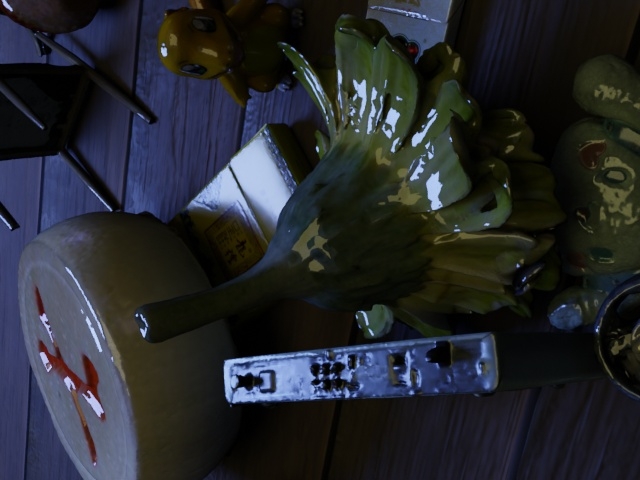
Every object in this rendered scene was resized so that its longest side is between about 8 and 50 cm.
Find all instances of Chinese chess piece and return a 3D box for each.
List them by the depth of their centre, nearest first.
[{"bbox_3d":[-0.225,0.132,0.878,0.338,0.140,0.338,28,126,46],"label":"Chinese chess piece"}]

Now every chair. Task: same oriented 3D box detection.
[{"bbox_3d":[-0.376,-0.163,0.974,0.272,0.188,0.166,44,122,21],"label":"chair"}]

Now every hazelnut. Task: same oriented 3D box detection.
[{"bbox_3d":[-0.331,-0.331,0.944,0.154,0.143,0.143,-49,66,20],"label":"hazelnut"}]

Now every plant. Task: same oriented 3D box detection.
[{"bbox_3d":[0.047,-0.004,0.567,0.261,0.297,0.306,8,124,28],"label":"plant"}]

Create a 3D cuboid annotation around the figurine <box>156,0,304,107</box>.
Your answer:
[{"bbox_3d":[-0.104,-0.195,0.735,0.122,0.176,0.121,23,111,17],"label":"figurine"}]

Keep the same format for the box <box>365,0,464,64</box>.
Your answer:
[{"bbox_3d":[0.075,-0.163,0.692,0.090,0.024,0.167,24,114,35],"label":"box"}]

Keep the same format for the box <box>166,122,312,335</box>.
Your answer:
[{"bbox_3d":[-0.096,0.010,0.860,0.279,0.041,0.153,-38,73,39],"label":"box"}]

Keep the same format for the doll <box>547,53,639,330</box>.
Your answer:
[{"bbox_3d":[0.213,-0.028,0.568,0.103,0.071,0.214,16,114,31],"label":"doll"}]

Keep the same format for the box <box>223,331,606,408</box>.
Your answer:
[{"bbox_3d":[0.072,0.108,0.628,0.270,0.210,0.045,-13,76,40],"label":"box"}]

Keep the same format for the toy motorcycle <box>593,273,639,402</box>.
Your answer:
[{"bbox_3d":[0.343,0.060,0.452,0.340,0.107,0.223,-32,71,32],"label":"toy motorcycle"}]

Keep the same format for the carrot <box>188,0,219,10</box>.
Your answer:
[{"bbox_3d":[-0.126,-0.261,0.842,0.037,0.037,0.190,-20,89,41],"label":"carrot"}]
